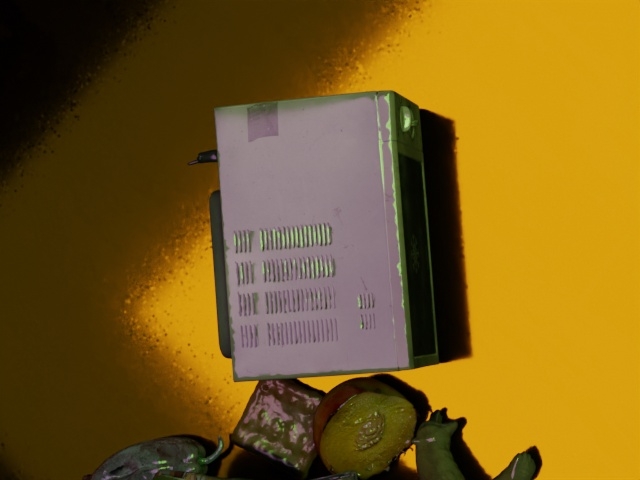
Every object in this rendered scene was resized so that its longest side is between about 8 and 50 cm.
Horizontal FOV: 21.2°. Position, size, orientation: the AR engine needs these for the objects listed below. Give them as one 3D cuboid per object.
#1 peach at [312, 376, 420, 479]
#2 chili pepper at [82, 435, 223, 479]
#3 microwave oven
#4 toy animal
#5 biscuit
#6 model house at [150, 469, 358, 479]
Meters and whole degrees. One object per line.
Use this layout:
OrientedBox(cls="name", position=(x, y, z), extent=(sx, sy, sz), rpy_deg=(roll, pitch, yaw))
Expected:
OrientedBox(cls="peach", position=(0.036, 0.165, 1.546), extent=(0.098, 0.061, 0.098), rpy_deg=(-9, 120, -16))
OrientedBox(cls="chili pepper", position=(-0.162, 0.215, 1.613), extent=(0.153, 0.041, 0.050), rpy_deg=(-11, 43, 16))
OrientedBox(cls="microwave oven", position=(0.000, 0.000, 1.517), extent=(0.194, 0.145, 0.241), rpy_deg=(-5, 87, 16))
OrientedBox(cls="toy animal", position=(0.124, 0.264, 1.510), extent=(0.101, 0.103, 0.219), rpy_deg=(2, 96, 40))
OrientedBox(cls="biscuit", position=(-0.033, 0.170, 1.588), extent=(0.083, 0.018, 0.081), rpy_deg=(26, 95, 14))
OrientedBox(cls="model house", position=(-0.019, 0.320, 1.516), extent=(0.207, 0.154, 0.294), rpy_deg=(-2, 106, 48))
